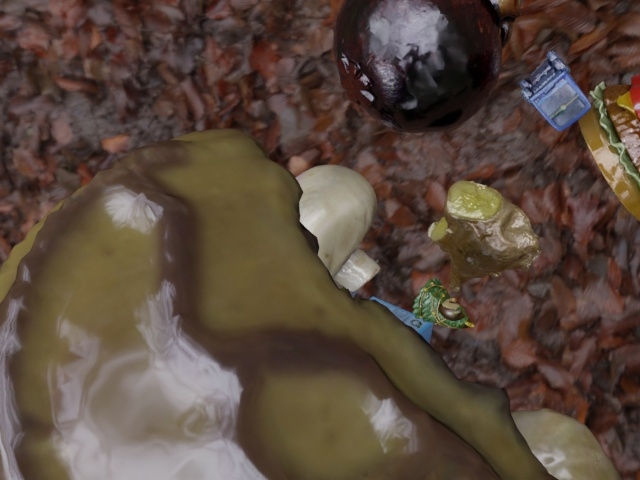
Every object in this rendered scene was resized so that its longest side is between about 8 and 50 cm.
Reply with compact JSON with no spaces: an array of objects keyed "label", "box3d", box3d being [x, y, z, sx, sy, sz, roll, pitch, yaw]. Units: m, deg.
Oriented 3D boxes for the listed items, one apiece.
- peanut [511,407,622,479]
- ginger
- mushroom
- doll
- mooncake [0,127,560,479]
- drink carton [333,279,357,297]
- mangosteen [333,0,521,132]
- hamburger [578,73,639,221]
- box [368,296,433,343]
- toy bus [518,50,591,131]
[{"label":"peanut","box3d":[0.209,0.298,0.707,0.152,0.152,0.313,-13,99,27]},{"label":"ginger","box3d":[0.312,0.009,1.612,0.218,0.123,0.270,22,152,12]},{"label":"mushroom","box3d":[0.000,0.000,1.299,0.202,0.246,0.246,36,118,-1]},{"label":"doll","box3d":[0.209,0.128,1.438,0.076,0.078,0.113,-41,54,3]},{"label":"mooncake","box3d":[-0.039,0.129,0.579,0.394,0.393,0.246,17,143,-10]},{"label":"drink carton","box3d":[-0.032,0.078,1.784,0.132,0.324,0.194,37,90,24]},{"label":"mangosteen","box3d":[0.189,-0.351,1.434,0.307,0.347,0.307,47,162,20]},{"label":"hamburger","box3d":[0.579,-0.177,1.384,0.212,0.274,0.274,-31,94,28]},{"label":"box","box3d":[0.094,0.207,1.577,0.142,0.232,0.083,21,122,30]},{"label":"toy bus","box3d":[0.382,-0.243,1.345,0.094,0.236,0.079,42,111,-5]}]
